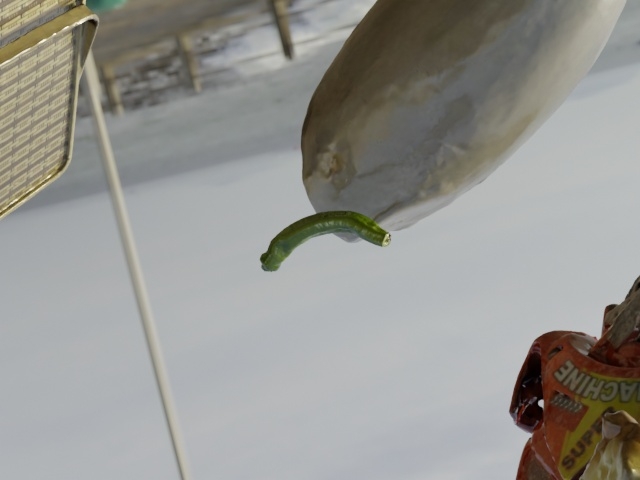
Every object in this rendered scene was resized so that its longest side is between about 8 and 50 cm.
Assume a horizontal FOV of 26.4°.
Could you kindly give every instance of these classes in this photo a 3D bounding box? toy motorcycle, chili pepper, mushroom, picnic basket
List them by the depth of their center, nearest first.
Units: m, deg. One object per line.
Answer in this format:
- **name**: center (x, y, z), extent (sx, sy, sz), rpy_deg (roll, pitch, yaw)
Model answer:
- **chili pepper**: center (0.000, 0.000, 0.759), extent (0.083, 0.030, 0.017), rpy_deg (-20, -172, 28)
- **mushroom**: center (0.112, -0.145, 0.790), extent (0.350, 0.128, 0.128), rpy_deg (-55, 172, 15)
- **toy motorcycle**: center (0.179, 0.142, 0.816), extent (0.171, 0.089, 0.298), rpy_deg (-24, -139, 43)
- **picnic basket**: center (-0.351, -0.162, 1.302), extent (0.175, 0.313, 0.228), rpy_deg (32, -136, 16)

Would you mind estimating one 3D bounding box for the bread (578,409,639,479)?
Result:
- **bread**: center (0.126, 0.195, 0.495), extent (0.139, 0.229, 0.143), rpy_deg (19, -155, 5)
